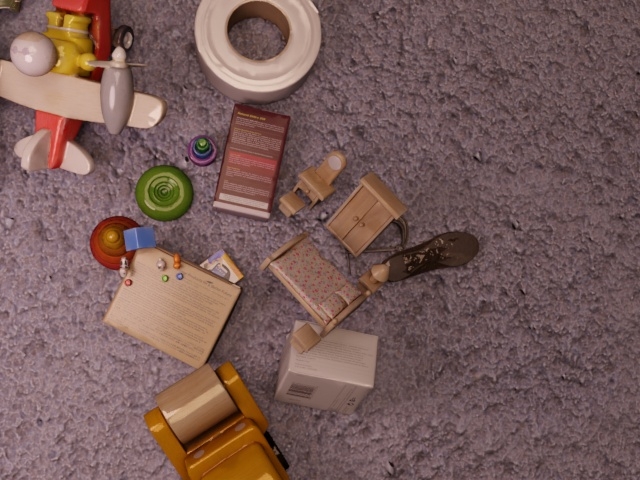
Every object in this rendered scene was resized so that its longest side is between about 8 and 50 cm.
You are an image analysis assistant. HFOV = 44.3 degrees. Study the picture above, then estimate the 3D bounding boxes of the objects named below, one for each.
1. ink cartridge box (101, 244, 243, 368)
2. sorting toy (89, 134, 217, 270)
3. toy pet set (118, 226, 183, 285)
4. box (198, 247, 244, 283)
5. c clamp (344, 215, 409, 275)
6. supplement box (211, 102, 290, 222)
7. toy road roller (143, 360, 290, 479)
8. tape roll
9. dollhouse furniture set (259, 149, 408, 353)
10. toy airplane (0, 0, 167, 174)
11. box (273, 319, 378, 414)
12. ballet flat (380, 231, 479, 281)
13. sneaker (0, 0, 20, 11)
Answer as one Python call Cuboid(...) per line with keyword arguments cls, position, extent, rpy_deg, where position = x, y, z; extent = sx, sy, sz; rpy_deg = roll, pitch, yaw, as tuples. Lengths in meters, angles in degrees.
Cuboid(cls="ink cartridge box", position=(-0.308, 0.135, 1.660), extent=(0.235, 0.088, 0.193), rpy_deg=(27, 87, 1))
Cuboid(cls="sorting toy", position=(-0.354, -0.093, 1.684), extent=(0.127, 0.126, 0.365), rpy_deg=(41, 80, -2))
Cuboid(cls="toy pet set", position=(-0.350, 0.031, 1.587), extent=(0.122, 0.065, 0.114), rpy_deg=(-8, 87, -1))
Cuboid(cls="box", position=(-0.246, 0.089, 1.726), extent=(0.136, 0.028, 0.081), rpy_deg=(-38, 89, -13))
Cuboid(cls="c clamp", position=(0.129, 0.003, 1.801), extent=(0.161, 0.022, 0.137), rpy_deg=(-9, 79, -8))
Cuboid(cls="supplement box", position=(-0.155, -0.172, 1.750), extent=(0.130, 0.073, 0.239), rpy_deg=(13, 82, -8))
Cuboid(cls="toy road roller", position=(-0.181, 0.428, 1.556), extent=(0.203, 0.240, 0.329), rpy_deg=(-32, 110, -11))
Cuboid(cls="tape roll", position=(-0.142, -0.457, 1.775), extent=(0.286, 0.100, 0.286), rpy_deg=(1, 82, -8))
Cuboid(cls="dollhouse furniture set", position=(0.000, 0.000, 1.603), extent=(0.303, 0.174, 0.355), rpy_deg=(47, 43, 6))
Cuboid(cls="toy airplane", position=(-0.546, -0.324, 1.606), extent=(0.386, 0.272, 0.384), rpy_deg=(-29, 77, 6))
Cuboid(cls="box", position=(0.009, 0.269, 1.652), extent=(0.182, 0.181, 0.119), rpy_deg=(12, 58, -7))
Cuboid(cls="ballet flat", position=(0.246, 0.040, 1.800), extent=(0.250, 0.058, 0.084), rpy_deg=(-19, 89, -15))
Cuboid(cls="sneaker", position=(-0.680, -0.543, 1.722), extent=(0.192, 0.064, 0.086), rpy_deg=(-35, 111, -7))
